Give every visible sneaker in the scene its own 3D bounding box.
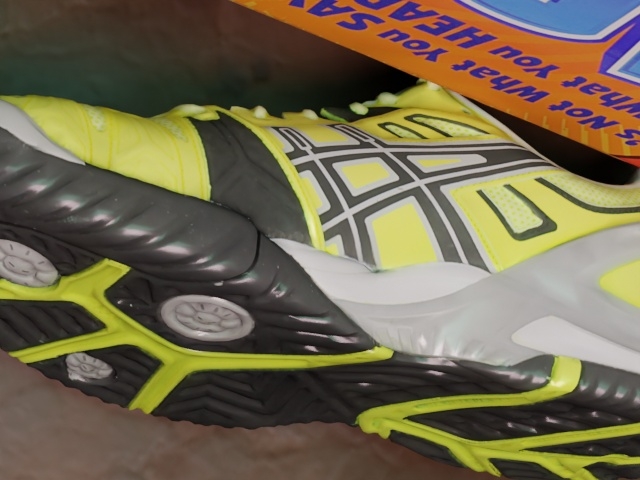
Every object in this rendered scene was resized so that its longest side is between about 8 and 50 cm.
[{"bbox_3d":[0.000,0.000,0.879,0.384,0.145,0.147,17,59,-23],"label":"sneaker"}]

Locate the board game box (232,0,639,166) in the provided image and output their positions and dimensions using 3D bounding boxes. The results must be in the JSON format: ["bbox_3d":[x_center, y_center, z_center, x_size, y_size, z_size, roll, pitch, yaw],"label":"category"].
[{"bbox_3d":[0.152,-0.277,0.788,0.356,0.356,0.356,20,66,-19],"label":"board game box"}]
